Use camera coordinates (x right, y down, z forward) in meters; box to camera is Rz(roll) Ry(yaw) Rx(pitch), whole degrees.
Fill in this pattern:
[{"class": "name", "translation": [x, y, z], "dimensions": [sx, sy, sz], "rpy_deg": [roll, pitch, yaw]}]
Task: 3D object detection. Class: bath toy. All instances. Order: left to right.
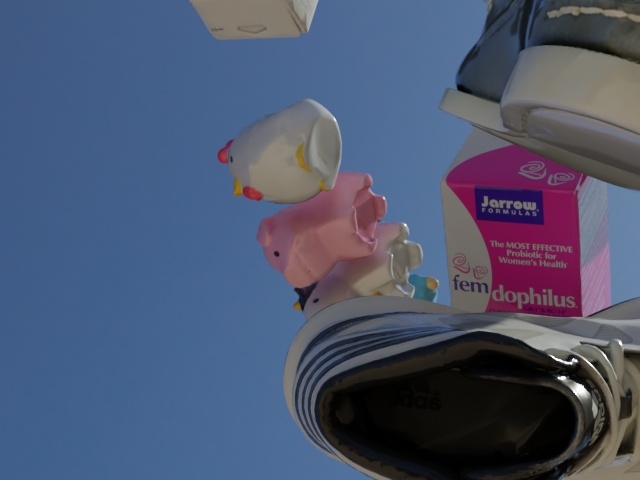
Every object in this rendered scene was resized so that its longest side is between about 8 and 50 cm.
[{"class": "bath toy", "translation": [0.000, 0.000, 1.507], "dimensions": [0.129, 0.151, 0.348], "rpy_deg": [-1, -40, 31]}]

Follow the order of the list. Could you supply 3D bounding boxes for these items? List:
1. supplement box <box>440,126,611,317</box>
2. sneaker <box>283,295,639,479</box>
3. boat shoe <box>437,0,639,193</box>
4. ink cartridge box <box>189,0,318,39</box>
[{"class": "supplement box", "translation": [0.172, 0.024, 1.180], "dimensions": [0.111, 0.114, 0.220], "rpy_deg": [5, -59, 22]}, {"class": "sneaker", "translation": [0.201, 0.129, 0.977], "dimensions": [0.447, 0.257, 0.169], "rpy_deg": [1, -84, -3]}, {"class": "boat shoe", "translation": [0.117, -0.075, 0.556], "dimensions": [0.116, 0.319, 0.099], "rpy_deg": [20, -87, 2]}, {"class": "ink cartridge box", "translation": [-0.043, -0.226, 1.167], "dimensions": [0.088, 0.122, 0.052], "rpy_deg": [1, -30, 27]}]
